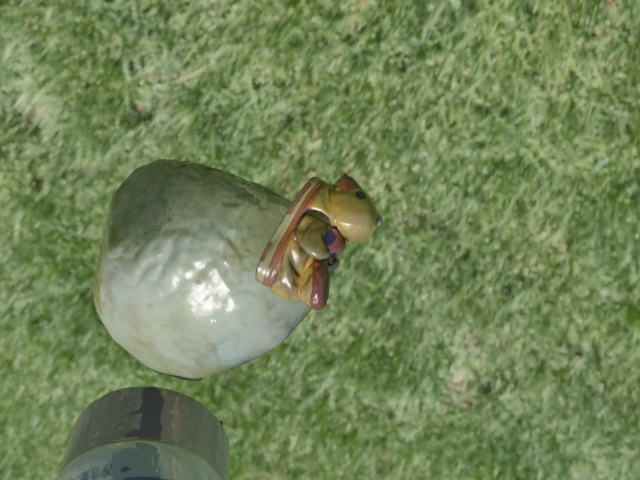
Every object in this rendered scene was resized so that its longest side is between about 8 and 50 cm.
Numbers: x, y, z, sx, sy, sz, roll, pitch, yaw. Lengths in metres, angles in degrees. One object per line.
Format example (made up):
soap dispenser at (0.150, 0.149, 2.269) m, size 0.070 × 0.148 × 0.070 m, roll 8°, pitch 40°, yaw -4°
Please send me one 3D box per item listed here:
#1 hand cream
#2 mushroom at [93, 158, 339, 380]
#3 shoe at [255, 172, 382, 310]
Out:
hand cream at (-0.081, 0.166, 0.475) m, size 0.133 × 0.248 × 0.083 m, roll -22°, pitch 119°, yaw 15°
mushroom at (-0.137, 0.021, 1.114) m, size 0.267 × 0.190 × 0.164 m, roll 16°, pitch 157°, yaw 48°
shoe at (-0.001, 0.003, 0.932) m, size 0.069 × 0.109 × 0.072 m, roll 35°, pitch 153°, yaw 9°
